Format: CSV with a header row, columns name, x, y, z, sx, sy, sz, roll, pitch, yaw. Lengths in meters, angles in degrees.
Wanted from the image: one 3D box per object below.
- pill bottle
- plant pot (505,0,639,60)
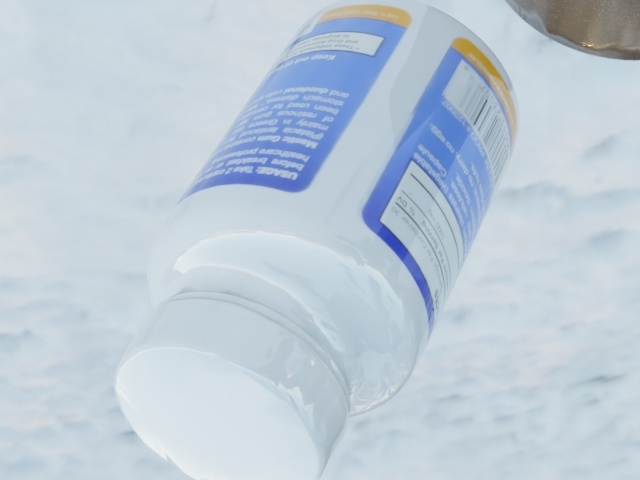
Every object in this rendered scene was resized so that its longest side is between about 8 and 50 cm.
name,x,y,z,sx,sy,sz,roll,pitch,yaw
pill bottle,0.000,0.000,0.717,0.152,0.272,0.152,17,139,16
plant pot,0.195,-0.251,0.782,0.215,0.215,0.230,-15,163,5
